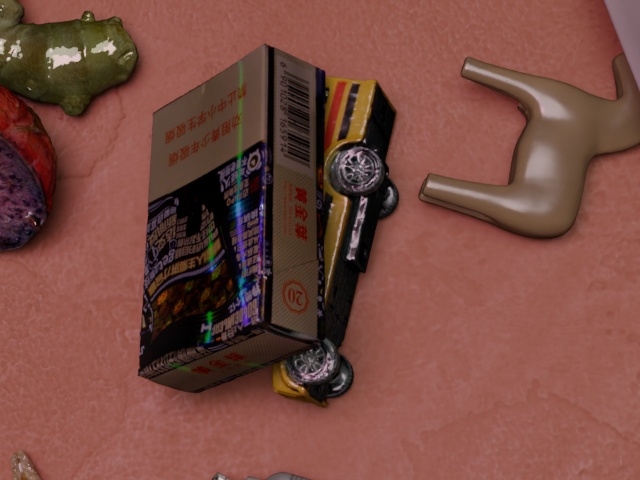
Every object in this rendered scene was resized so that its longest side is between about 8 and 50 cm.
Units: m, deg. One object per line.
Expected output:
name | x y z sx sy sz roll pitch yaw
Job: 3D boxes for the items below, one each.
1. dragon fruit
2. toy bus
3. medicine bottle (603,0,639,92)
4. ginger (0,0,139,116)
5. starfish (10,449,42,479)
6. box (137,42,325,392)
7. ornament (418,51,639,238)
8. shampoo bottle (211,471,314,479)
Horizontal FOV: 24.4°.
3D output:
dragon fruit | -0.368 -0.111 1.583 0.224 0.218 0.148 46 44 -27
toy bus | 0.000 0.000 1.556 0.123 0.121 0.336 11 79 15
medicine bottle | 0.406 -0.201 1.553 0.179 0.124 0.324 -10 77 -34
ginger | -0.344 -0.234 1.642 0.290 0.089 0.137 28 73 10
starfish | -0.276 0.334 1.541 0.295 0.048 0.231 -44 79 -6
box | -0.089 -0.021 1.494 0.198 0.084 0.310 -25 55 42
ornament | 0.252 -0.113 1.589 0.244 0.061 0.230 17 79 -2
shampoo bottle | -0.017 0.273 1.533 0.195 0.056 0.056 16 80 7
